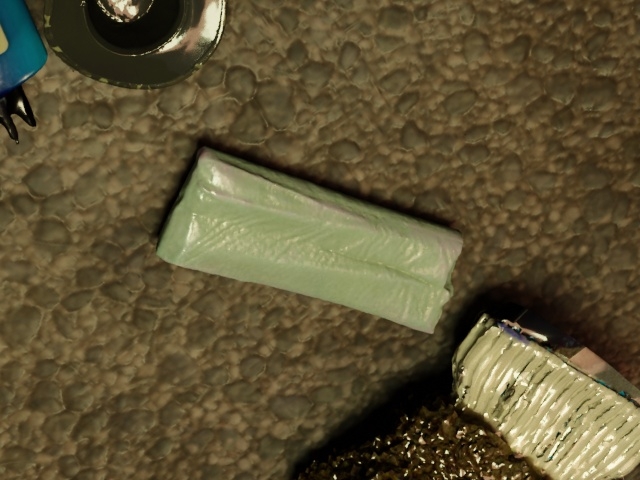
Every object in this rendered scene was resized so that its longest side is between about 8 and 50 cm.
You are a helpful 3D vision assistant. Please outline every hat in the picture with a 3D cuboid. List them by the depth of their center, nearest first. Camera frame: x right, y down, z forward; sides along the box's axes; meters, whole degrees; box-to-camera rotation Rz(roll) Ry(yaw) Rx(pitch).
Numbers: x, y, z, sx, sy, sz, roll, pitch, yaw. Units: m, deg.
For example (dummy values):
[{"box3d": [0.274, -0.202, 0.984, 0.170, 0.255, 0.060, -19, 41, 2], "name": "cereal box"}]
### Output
[{"box3d": [-0.112, -0.147, 0.868, 0.121, 0.050, 0.121, -12, 127, -16], "name": "hat"}]

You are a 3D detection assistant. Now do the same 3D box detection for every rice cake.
[{"box3d": [0.001, 0.001, 1.003, 0.221, 0.042, 0.080, 17, 106, -27], "name": "rice cake"}]

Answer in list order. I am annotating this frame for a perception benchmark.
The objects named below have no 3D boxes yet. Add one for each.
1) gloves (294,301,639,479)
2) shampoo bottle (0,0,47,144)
[{"box3d": [0.095, 0.191, 1.093, 0.210, 0.135, 0.312, 29, 108, -38], "name": "gloves"}, {"box3d": [-0.214, -0.135, 0.834, 0.087, 0.050, 0.183, -26, 124, -10], "name": "shampoo bottle"}]
